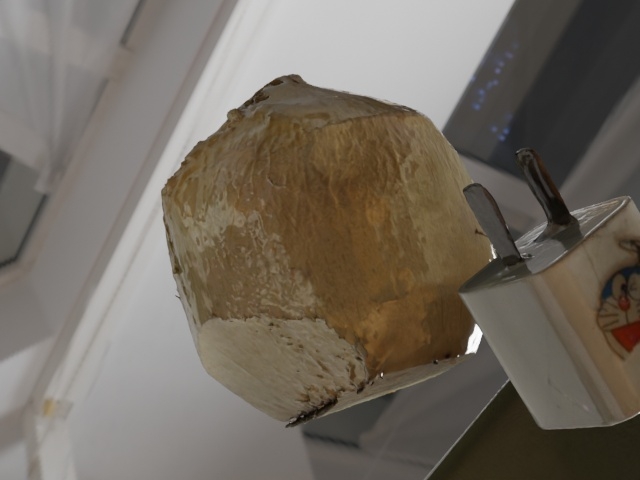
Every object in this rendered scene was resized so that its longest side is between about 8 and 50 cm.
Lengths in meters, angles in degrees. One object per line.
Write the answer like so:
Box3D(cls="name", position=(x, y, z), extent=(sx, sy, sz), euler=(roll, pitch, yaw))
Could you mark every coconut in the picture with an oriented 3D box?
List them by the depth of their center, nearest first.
Box3D(cls="coconut", position=(0.000, 0.000, 1.283), extent=(0.346, 0.346, 0.360), euler=(1, -113, -61))

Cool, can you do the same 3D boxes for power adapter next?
Box3D(cls="power adapter", position=(0.187, 0.028, 0.930), extent=(0.205, 0.130, 0.125), euler=(58, 151, -7))

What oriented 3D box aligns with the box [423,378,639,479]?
Box3D(cls="box", position=(0.286, 0.298, 1.187), extent=(0.352, 0.344, 0.177), euler=(37, 175, 29))
